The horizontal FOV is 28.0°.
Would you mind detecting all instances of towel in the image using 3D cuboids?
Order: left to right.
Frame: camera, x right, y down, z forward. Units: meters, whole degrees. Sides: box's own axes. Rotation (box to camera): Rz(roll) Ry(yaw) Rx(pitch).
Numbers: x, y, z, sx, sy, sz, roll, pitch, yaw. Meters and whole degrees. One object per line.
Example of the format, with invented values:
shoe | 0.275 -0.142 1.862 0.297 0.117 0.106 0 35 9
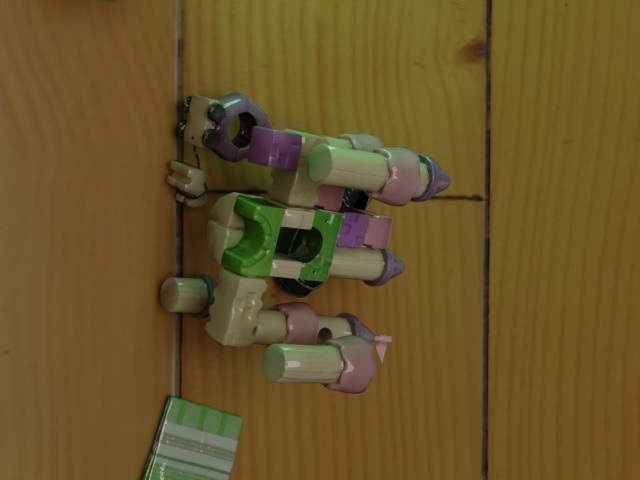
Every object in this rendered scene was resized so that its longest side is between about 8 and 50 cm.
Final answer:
towel | -0.159 0.273 1.552 0.113 0.023 0.152 23 76 -32

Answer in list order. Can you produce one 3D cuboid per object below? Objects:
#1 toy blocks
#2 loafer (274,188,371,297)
toy blocks | 0.000 0.000 1.509 0.260 0.309 0.288 5 102 -40
loafer | 0.013 -0.031 1.623 0.080 0.078 0.220 33 73 -28
